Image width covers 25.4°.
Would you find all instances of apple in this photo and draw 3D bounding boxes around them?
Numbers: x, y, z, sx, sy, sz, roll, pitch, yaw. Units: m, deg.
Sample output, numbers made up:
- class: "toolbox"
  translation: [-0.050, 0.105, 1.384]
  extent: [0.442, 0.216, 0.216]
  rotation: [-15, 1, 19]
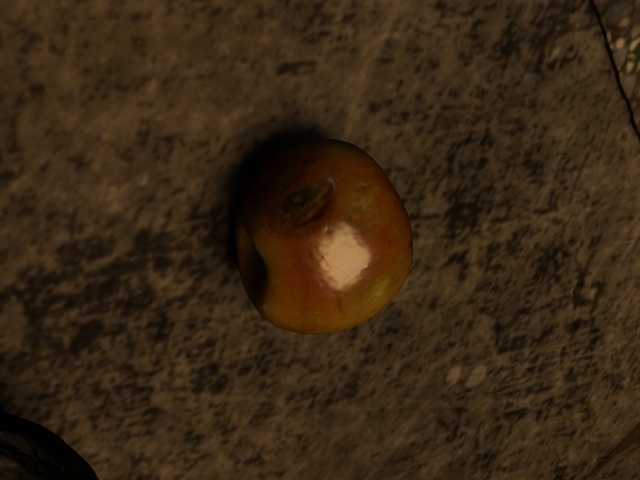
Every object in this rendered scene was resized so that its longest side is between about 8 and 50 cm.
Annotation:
- class: "apple"
  translation: [0.000, 0.000, 0.838]
  extent: [0.102, 0.099, 0.114]
  rotation: [-27, 139, -21]

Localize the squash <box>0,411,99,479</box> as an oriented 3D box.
- class: "squash"
  translation: [-0.186, 0.188, 0.749]
  extent: [0.193, 0.156, 0.193]
  rotation: [-54, 180, 0]
